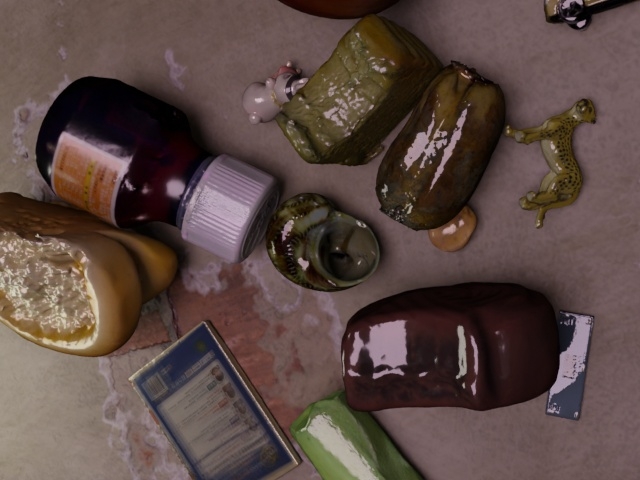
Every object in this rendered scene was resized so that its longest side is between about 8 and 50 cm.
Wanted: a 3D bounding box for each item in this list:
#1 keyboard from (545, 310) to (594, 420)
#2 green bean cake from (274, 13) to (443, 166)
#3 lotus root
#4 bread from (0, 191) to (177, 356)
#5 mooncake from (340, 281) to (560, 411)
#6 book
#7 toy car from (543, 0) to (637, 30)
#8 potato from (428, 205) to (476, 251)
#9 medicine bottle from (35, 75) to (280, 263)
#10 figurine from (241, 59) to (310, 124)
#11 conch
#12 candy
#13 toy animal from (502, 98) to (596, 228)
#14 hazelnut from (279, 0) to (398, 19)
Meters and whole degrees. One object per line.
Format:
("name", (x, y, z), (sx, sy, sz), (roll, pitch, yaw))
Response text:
("keyboard", (0.403, 0.203, 1.609), (0.055, 0.014, 0.176), (9, 101, 21))
("green bean cake", (0.060, -0.236, 1.575), (0.236, 0.233, 0.124), (-47, 73, 21))
("lotus root", (0.192, -0.139, 1.570), (0.152, 0.160, 0.275), (31, 106, 3))
("bread", (-0.488, 0.030, 1.817), (0.424, 0.245, 0.329), (15, 147, 27))
("mooncake", (0.187, 0.163, 1.539), (0.326, 0.333, 0.174), (4, 100, 63))
("book", (-0.206, 0.340, 1.888), (0.228, 0.018, 0.322), (-37, 83, 25))
("toy car", (0.448, -0.399, 1.453), (0.256, 0.101, 0.124), (-14, 88, 23))
("potato", (0.218, -0.020, 1.629), (0.068, 0.062, 0.083), (32, 137, -14))
("medicine bottle", (-0.276, -0.111, 1.729), (0.395, 0.242, 0.242), (28, 108, 13))
("figurine", (-0.066, -0.266, 1.692), (0.146, 0.081, 0.098), (-25, 62, 34))
("conch", (0.000, 0.000, 1.698), (0.187, 0.124, 0.181), (-7, 84, -4))
("candy", (0.087, 0.419, 1.713), (0.142, 0.132, 0.343), (-41, 81, 7))
("toy animal", (0.370, -0.119, 1.540), (0.136, 0.073, 0.181), (-13, 92, -10))
("hazelnut", (0.044, -0.539, 1.478), (0.359, 0.359, 0.409), (5, 103, 22))
